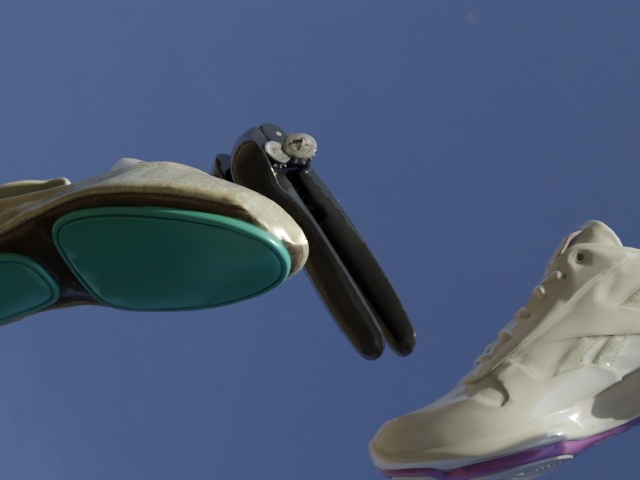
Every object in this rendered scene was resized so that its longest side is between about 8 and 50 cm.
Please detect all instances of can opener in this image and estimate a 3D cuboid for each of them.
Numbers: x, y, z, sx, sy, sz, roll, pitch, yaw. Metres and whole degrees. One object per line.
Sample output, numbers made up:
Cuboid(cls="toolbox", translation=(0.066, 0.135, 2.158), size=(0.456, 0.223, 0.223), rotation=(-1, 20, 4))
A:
Cuboid(cls="can opener", translation=(0.000, 0.000, 1.067), size=(0.186, 0.059, 0.073), rotation=(49, -43, 28))

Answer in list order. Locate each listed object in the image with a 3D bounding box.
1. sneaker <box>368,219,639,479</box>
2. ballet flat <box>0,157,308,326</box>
Cuboid(cls="sneaker", translation=(0.167, 0.078, 1.248), size=(0.305, 0.114, 0.152), rotation=(-21, -104, -8))
Cuboid(cls="ballet flat", translation=(-0.080, -0.005, 0.593), size=(0.168, 0.057, 0.052), rotation=(-8, -135, 23))
